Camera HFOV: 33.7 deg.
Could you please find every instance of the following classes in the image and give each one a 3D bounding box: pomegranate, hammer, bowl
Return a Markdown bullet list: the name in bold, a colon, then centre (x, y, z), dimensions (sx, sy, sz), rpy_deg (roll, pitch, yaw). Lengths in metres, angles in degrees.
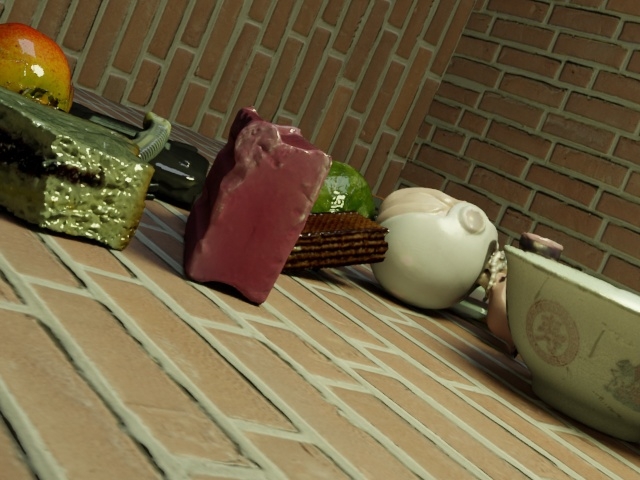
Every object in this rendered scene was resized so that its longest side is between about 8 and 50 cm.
- **pomegranate**: centre (-0.517, -0.259, 1.787), dimensions (0.210, 0.210, 0.235), rpy_deg (17, 16, -43)
- **hammer**: centre (-0.329, -0.155, 1.877), dimensions (0.159, 0.041, 0.226), rpy_deg (30, 37, 3)
- **bowl**: centre (0.442, 0.179, 1.611), dimensions (0.435, 0.196, 0.435), rpy_deg (23, 7, -3)

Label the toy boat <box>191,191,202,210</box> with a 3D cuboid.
- **toy boat**: centre (-0.143, -0.049, 1.839), dimensions (0.155, 0.085, 0.227), rpy_deg (-12, -1, -1)

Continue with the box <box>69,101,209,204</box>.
- **box**: centre (-0.383, -0.175, 2.075), dimensions (0.359, 0.091, 0.350), rpy_deg (20, 8, -10)

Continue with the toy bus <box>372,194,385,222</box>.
- **toy bus**: centre (0.093, -0.042, 2.465), dimensions (0.329, 0.143, 0.153), rpy_deg (18, -1, -35)

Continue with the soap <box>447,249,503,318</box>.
- **soap**: centre (0.292, 0.069, 2.112), dimensions (0.231, 0.145, 0.091), rpy_deg (22, 17, 14)

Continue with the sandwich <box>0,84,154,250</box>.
- **sandwich**: centre (-0.365, -0.106, 1.414), dimensions (0.262, 0.131, 0.325), rpy_deg (22, 8, -20)

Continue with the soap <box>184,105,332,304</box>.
- **soap**: centre (-0.103, -0.065, 1.541), dimensions (0.128, 0.233, 0.359), rpy_deg (24, 7, -11)

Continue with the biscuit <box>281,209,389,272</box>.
- **biscuit**: centre (0.000, 0.000, 1.812), dimensions (0.252, 0.070, 0.106), rpy_deg (-4, 22, -38)

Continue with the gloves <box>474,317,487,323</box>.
- **gloves**: centre (0.385, 0.147, 2.215), dimensions (0.294, 0.116, 0.133), rpy_deg (16, -23, 15)

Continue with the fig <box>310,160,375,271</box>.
- **fig**: centre (0.015, -0.029, 1.980), dimensions (0.203, 0.203, 0.235), rpy_deg (21, 28, -22)

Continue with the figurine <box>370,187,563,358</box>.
- **figurine**: centre (0.251, 0.038, 1.941), dimensions (0.361, 0.253, 0.211), rpy_deg (30, 41, 14)
